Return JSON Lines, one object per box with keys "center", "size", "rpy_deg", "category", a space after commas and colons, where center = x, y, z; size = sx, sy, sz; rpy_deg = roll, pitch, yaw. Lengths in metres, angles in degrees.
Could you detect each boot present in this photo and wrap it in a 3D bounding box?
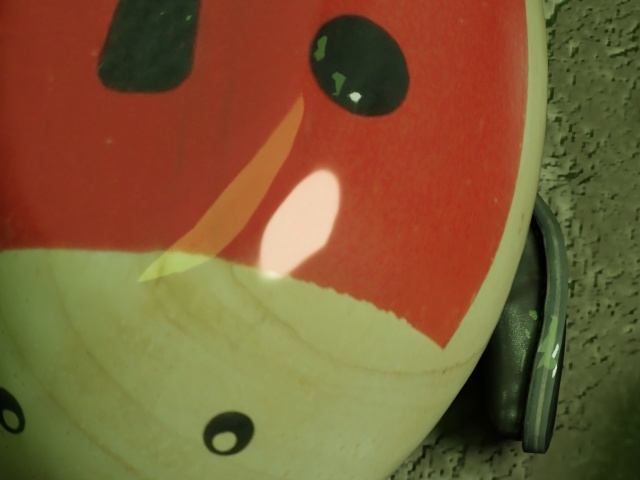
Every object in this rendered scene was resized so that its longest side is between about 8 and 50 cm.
{"center": [0.000, 0.000, 0.985], "size": [0.229, 0.091, 0.263], "rpy_deg": [-7, 55, -1], "category": "boot"}

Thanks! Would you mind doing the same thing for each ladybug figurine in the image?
{"center": [-0.052, -0.079, 0.897], "size": [0.305, 0.162, 0.449], "rpy_deg": [0, 64, 12], "category": "ladybug figurine"}
